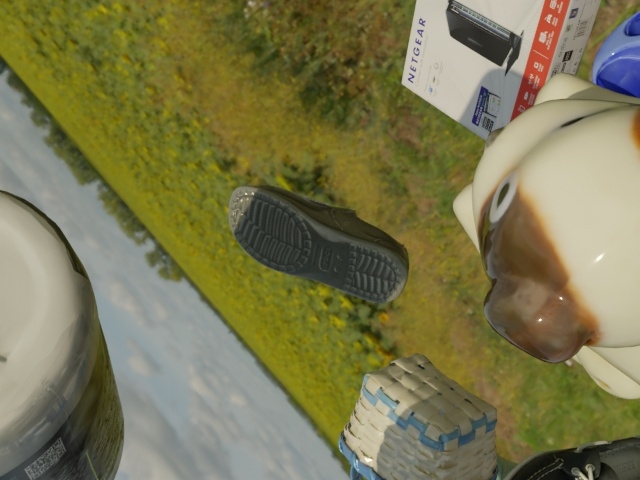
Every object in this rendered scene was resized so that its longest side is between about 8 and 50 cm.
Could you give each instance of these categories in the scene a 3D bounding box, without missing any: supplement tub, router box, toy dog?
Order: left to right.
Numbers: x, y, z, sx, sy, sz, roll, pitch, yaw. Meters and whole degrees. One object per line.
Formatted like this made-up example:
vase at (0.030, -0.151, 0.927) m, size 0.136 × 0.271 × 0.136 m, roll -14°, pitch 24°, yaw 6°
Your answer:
supplement tub at (-0.260, 0.125, 0.642) m, size 0.207 × 0.207 × 0.338 m, roll 46°, pitch 154°, yaw 19°
router box at (0.283, -0.343, 1.369) m, size 0.301 × 0.082 × 0.335 m, roll 42°, pitch 139°, yaw 37°
toy dog at (0.277, 0.027, 0.741) m, size 0.408 × 0.284 × 0.395 m, roll 27°, pitch -151°, yaw -47°

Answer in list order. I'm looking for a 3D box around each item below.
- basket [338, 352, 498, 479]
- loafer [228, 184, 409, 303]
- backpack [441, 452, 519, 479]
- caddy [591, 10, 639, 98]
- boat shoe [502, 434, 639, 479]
basket at (0.155, 0.350, 1.328) m, size 0.254 × 0.201 × 0.289 m, roll 35°, pitch 122°, yaw 39°
loafer at (0.000, 0.000, 1.042) m, size 0.251 × 0.094 × 0.087 m, roll 27°, pitch -155°, yaw 17°
backpack at (0.282, 0.496, 1.496) m, size 0.191 × 0.225 × 0.253 m, roll 29°, pitch 131°, yaw -4°
caddy at (0.532, -0.210, 1.107) m, size 0.341 × 0.241 × 0.179 m, roll 20°, pitch 159°, yaw 43°
boat shoe at (0.368, 0.322, 1.135) m, size 0.091 × 0.302 × 0.114 m, roll -36°, pitch 71°, yaw 55°
